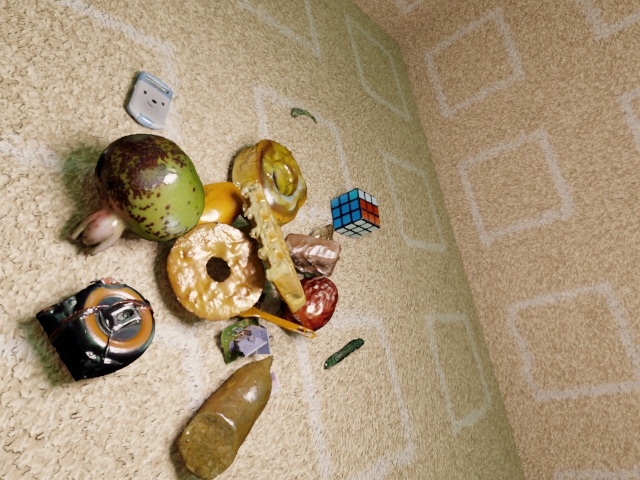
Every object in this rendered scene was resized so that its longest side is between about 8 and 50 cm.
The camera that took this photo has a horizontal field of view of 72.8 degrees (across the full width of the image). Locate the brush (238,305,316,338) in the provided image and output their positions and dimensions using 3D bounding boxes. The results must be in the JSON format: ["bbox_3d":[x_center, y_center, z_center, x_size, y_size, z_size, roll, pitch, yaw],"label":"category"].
[{"bbox_3d":[-0.156,0.237,1.329,0.314,0.017,0.090,23,21,-5],"label":"brush"}]

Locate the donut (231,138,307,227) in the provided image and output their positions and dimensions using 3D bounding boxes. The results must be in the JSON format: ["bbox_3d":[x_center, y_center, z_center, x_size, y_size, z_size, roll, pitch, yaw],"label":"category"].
[{"bbox_3d":[-0.171,-0.207,1.593,0.330,0.159,0.330,33,49,-49],"label":"donut"}]

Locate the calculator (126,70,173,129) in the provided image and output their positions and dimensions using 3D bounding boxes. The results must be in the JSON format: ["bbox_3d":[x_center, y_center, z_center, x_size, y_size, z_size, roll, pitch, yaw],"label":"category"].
[{"bbox_3d":[-0.530,-0.438,1.356,0.121,0.039,0.210,34,46,-40],"label":"calculator"}]

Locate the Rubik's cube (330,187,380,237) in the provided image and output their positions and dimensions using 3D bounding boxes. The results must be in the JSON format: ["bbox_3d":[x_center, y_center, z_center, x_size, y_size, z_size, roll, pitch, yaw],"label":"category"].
[{"bbox_3d":[0.158,-0.121,1.969,0.163,0.162,0.161,18,58,-45],"label":"Rubik's cube"}]

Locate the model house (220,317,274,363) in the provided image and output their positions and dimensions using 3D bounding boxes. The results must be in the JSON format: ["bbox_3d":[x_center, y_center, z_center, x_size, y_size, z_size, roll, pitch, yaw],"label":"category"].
[{"bbox_3d":[-0.204,0.296,1.298,0.167,0.088,0.117,-20,110,-54],"label":"model house"}]

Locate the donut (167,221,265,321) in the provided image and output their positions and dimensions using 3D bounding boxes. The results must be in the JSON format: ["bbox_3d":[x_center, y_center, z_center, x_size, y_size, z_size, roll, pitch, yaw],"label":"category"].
[{"bbox_3d":[-0.297,0.089,1.236,0.277,0.108,0.278,5,77,-20],"label":"donut"}]

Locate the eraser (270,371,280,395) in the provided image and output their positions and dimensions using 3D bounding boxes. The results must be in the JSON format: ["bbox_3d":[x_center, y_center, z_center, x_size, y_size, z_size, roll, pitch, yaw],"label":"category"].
[{"bbox_3d":[-0.172,0.451,1.337,0.105,0.026,0.065,-12,78,-54],"label":"eraser"}]

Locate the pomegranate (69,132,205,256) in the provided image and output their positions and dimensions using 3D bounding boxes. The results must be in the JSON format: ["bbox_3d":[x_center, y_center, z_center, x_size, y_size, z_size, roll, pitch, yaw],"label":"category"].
[{"bbox_3d":[-0.470,-0.102,1.094,0.340,0.285,0.285,-44,108,-26],"label":"pomegranate"}]

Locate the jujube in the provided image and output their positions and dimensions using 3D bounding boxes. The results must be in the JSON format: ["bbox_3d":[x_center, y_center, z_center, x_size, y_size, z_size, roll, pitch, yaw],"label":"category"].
[{"bbox_3d":[-0.036,0.217,1.509,0.183,0.183,0.243,59,35,-11],"label":"jujube"}]

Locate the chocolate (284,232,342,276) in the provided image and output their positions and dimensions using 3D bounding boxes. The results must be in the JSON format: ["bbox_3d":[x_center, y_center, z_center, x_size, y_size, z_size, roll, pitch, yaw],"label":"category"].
[{"bbox_3d":[-0.034,0.060,1.566,0.213,0.148,0.093,13,55,-2],"label":"chocolate"}]

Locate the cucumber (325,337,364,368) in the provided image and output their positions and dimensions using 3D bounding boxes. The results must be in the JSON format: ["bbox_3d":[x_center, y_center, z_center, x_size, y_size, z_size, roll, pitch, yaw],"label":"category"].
[{"bbox_3d":[0.092,0.432,1.678,0.256,0.043,0.044,-16,79,-54],"label":"cucumber"}]

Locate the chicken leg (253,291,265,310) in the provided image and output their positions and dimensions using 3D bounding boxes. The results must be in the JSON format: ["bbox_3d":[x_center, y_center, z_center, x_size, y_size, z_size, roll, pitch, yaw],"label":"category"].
[{"bbox_3d":[-0.227,0.142,1.394,0.053,0.093,0.205,135,-56,-87],"label":"chicken leg"}]

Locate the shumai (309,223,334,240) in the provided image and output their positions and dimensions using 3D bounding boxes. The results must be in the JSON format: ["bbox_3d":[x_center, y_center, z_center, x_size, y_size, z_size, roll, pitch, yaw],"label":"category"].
[{"bbox_3d":[0.011,-0.005,1.785,0.105,0.139,0.123,38,3,10],"label":"shumai"}]

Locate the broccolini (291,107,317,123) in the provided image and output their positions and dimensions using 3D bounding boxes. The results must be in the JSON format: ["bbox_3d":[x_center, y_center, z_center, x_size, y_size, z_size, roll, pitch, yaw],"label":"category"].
[{"bbox_3d":[-0.063,-0.583,2.036,0.194,0.052,0.054,7,70,-51],"label":"broccolini"}]

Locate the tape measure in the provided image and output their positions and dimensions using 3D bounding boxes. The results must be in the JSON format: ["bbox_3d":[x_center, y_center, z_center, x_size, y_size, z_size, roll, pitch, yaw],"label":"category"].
[{"bbox_3d":[-0.485,0.195,0.979,0.202,0.135,0.223,57,30,1],"label":"tape measure"}]

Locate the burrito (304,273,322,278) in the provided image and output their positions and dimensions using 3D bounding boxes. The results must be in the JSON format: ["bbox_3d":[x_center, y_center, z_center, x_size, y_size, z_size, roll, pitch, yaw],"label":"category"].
[{"bbox_3d":[-0.028,0.108,1.697,0.104,0.054,0.288,-18,85,-57],"label":"burrito"}]

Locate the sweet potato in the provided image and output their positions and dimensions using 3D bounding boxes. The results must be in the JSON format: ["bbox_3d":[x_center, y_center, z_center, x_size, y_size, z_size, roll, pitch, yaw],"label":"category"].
[{"bbox_3d":[-0.228,0.449,1.172,0.158,0.157,0.369,60,29,-9],"label":"sweet potato"}]

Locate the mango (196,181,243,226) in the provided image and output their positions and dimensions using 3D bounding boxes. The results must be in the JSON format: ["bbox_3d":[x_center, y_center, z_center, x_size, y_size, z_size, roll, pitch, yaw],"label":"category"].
[{"bbox_3d":[-0.340,-0.098,1.342,0.154,0.126,0.252,51,38,-3],"label":"mango"}]

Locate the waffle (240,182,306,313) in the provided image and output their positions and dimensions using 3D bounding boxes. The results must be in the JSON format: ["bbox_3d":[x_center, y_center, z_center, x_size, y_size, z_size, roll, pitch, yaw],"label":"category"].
[{"bbox_3d":[-0.142,0.027,1.341,0.304,0.077,0.348,71,-3,-63],"label":"waffle"}]

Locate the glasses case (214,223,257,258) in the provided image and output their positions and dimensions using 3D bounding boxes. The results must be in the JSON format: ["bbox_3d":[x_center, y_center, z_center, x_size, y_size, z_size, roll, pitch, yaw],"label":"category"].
[{"bbox_3d":[-0.277,0.002,1.417,0.234,0.064,0.079,-25,91,-57],"label":"glasses case"}]
